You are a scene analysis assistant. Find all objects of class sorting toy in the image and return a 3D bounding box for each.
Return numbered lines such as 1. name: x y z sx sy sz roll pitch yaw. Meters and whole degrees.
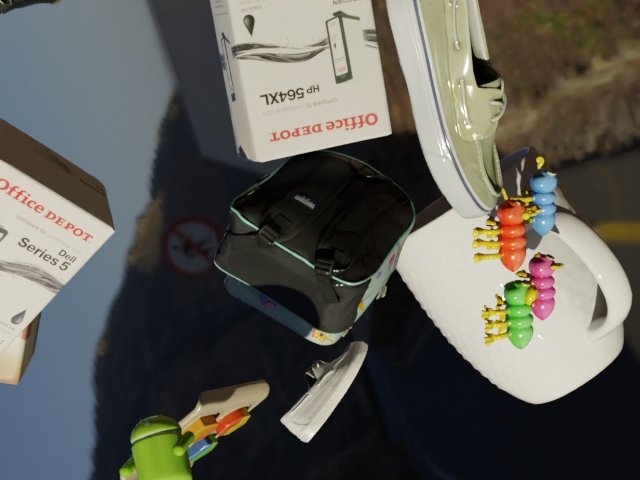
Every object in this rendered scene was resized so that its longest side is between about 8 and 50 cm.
1. sorting toy: -0.186 0.299 2.207 0.038 0.208 0.193 52 -156 18

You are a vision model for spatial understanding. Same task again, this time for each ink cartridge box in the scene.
1. ink cartridge box: -0.433 0.003 1.888 0.198 0.273 0.115 34 -161 -33
2. ink cartridge box: -0.021 -0.190 1.443 0.086 0.148 0.203 -161 59 -72

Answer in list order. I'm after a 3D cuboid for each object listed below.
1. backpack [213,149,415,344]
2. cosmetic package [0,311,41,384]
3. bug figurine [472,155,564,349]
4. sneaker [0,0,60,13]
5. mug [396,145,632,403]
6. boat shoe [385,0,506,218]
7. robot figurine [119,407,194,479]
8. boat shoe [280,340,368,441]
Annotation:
1. backpack: 0.000 0.000 1.456 0.166 0.188 0.144 28 136 11
2. cosmetic package: -0.506 0.057 2.239 0.129 0.153 0.296 -86 8 -69
3. bug figurine: 0.264 0.017 1.848 0.279 0.072 0.216 -36 -54 -65
4. sneaker: -0.320 -0.226 1.334 0.227 0.130 0.087 -2 130 41
5. mug: 0.314 0.058 2.127 0.328 0.276 0.374 56 155 -4
6. boat shoe: 0.157 -0.162 1.606 0.302 0.094 0.109 69 -152 -25
7. robot figurine: -0.197 0.269 1.788 0.067 0.101 0.115 16 -126 -54
8. boat shoe: 0.005 0.211 2.120 0.063 0.184 0.066 36 156 0
